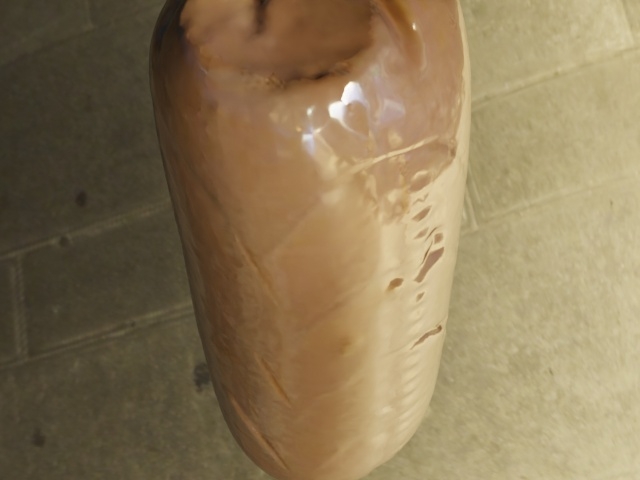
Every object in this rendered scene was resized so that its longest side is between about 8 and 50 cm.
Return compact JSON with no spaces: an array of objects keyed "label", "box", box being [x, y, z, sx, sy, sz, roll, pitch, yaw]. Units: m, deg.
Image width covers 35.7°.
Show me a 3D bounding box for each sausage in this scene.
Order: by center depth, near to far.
[{"label":"sausage","box":[0.000,-0.001,0.434,0.121,0.304,0.121,-1,51,1]}]
